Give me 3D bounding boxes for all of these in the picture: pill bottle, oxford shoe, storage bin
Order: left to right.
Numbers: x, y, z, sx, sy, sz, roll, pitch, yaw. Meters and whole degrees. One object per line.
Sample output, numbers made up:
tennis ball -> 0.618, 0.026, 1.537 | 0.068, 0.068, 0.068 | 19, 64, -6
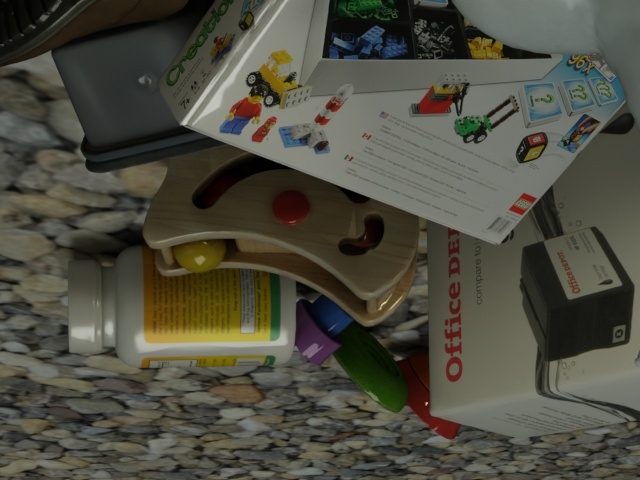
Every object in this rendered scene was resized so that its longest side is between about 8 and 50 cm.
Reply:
oxford shoe -> -0.130, -0.150, 0.767 | 0.227, 0.082, 0.096 | -18, 158, 32
storage bin -> -0.106, -0.118, 0.852 | 0.135, 0.098, 0.091 | -10, 129, 15
pill bottle -> -0.133, 0.062, 1.220 | 0.209, 0.117, 0.117 | -1, 157, -10

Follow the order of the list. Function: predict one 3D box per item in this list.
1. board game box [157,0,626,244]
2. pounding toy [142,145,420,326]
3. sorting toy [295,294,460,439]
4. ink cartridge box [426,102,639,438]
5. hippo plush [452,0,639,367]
board game box -> 0.072, -0.113, 0.822 | 0.305, 0.053, 0.193 | 19, 119, -43
pounding toy -> 0.000, 0.000, 1.051 | 0.270, 0.154, 0.155 | -4, 157, 0
sorting toy -> 0.100, 0.115, 1.456 | 0.126, 0.127, 0.365 | -43, 143, 11
ink cartridge box -> 0.235, 0.021, 1.024 | 0.129, 0.223, 0.307 | 18, 154, -39
hippo plush -> 0.189, -0.143, 0.665 | 0.234, 0.236, 0.294 | -21, 140, -46
